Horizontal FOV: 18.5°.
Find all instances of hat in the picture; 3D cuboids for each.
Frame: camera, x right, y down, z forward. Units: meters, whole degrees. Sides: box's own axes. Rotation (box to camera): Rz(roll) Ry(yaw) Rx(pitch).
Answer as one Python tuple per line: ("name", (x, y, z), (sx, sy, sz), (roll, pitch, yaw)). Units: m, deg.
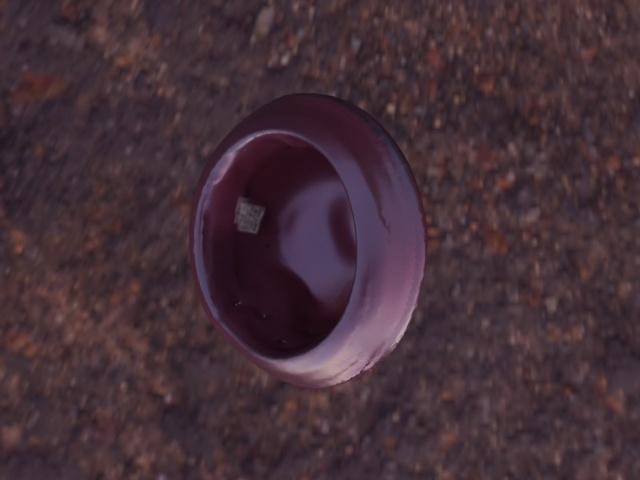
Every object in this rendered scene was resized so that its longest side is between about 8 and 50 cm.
("hat", (0.000, 0.000, 1.308), (0.205, 0.089, 0.205), (2, 92, 44))
